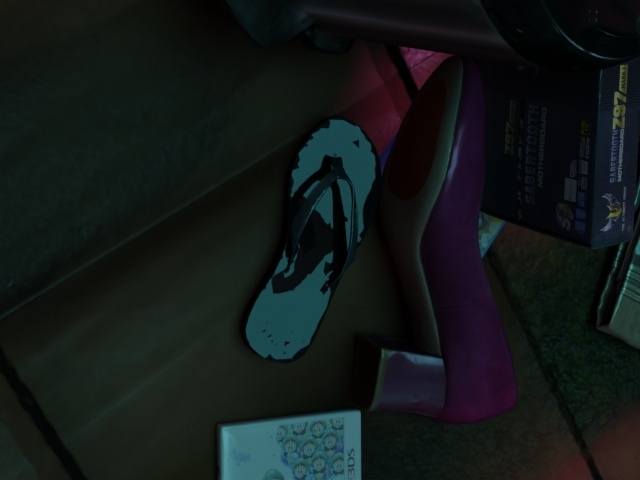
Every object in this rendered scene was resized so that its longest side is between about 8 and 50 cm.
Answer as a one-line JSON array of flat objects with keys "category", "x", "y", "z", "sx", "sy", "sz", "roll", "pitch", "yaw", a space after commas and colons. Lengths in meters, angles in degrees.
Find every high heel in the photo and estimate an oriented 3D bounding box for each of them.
[{"category": "high heel", "x": 0.152, "y": 0.007, "z": 1.035, "sx": 0.181, "sy": 0.127, "sz": 0.377, "roll": 5, "pitch": 108, "yaw": -23}]

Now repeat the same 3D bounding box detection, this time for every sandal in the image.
[{"category": "sandal", "x": 0.001, "y": 0.001, "z": 0.999, "sx": 0.097, "sy": 0.054, "sz": 0.254, "roll": 19, "pitch": 84, "yaw": -17}]

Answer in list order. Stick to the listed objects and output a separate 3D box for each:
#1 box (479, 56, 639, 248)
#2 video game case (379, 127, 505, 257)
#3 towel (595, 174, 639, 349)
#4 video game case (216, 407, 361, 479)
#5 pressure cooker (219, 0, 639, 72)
[{"category": "box", "x": 0.233, "y": -0.125, "z": 1.009, "sx": 0.059, "sy": 0.183, "sz": 0.232, "roll": -9, "pitch": 108, "yaw": -26}, {"category": "video game case", "x": 0.135, "y": -0.055, "z": 1.095, "sx": 0.166, "sy": 0.015, "sz": 0.119, "roll": 41, "pitch": 75, "yaw": -22}, {"category": "towel", "x": 0.497, "y": 0.014, "z": 1.272, "sx": 0.324, "sy": 0.056, "sz": 0.312, "roll": 24, "pitch": 85, "yaw": -28}, {"category": "video game case", "x": -0.030, "y": 0.249, "z": 1.025, "sx": 0.157, "sy": 0.019, "sz": 0.143, "roll": -2, "pitch": 93, "yaw": -27}, {"category": "pressure cooker", "x": 0.092, "y": -0.336, "z": 0.843, "sx": 0.370, "sy": 0.420, "sz": 0.375, "roll": -18, "pitch": 117, "yaw": -39}]
